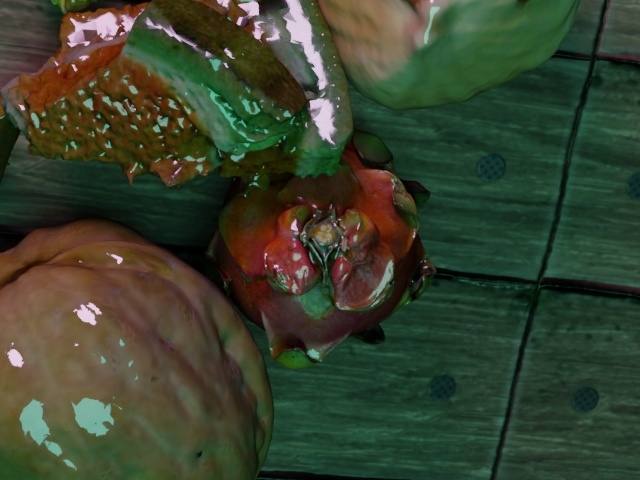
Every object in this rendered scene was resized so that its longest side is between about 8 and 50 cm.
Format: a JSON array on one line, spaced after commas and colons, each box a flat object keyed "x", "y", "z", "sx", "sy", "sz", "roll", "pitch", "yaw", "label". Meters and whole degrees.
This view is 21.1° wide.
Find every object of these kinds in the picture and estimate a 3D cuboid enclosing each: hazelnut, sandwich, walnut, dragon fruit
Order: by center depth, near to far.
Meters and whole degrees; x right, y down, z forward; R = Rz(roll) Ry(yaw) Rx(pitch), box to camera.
[{"x": -0.138, "y": -0.154, "z": 1.526, "sx": 0.301, "sy": 0.162, "sz": 0.250, "roll": -17, "pitch": 72, "yaw": 2, "label": "sandwich"}, {"x": 0.109, "y": -0.237, "z": 1.556, "sx": 0.261, "sy": 0.241, "sz": 0.261, "roll": -2, "pitch": 127, "yaw": -2, "label": "hazelnut"}, {"x": -0.197, "y": 0.157, "z": 1.607, "sx": 0.306, "sy": 0.306, "sz": 0.344, "roll": -35, "pitch": 114, "yaw": 2, "label": "walnut"}, {"x": 0.000, "y": 0.000, "z": 1.639, "sx": 0.224, "sy": 0.227, "sz": 0.224, "roll": -8, "pitch": 115, "yaw": -18, "label": "dragon fruit"}]

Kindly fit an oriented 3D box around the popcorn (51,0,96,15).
[{"x": -0.231, "y": -0.248, "z": 1.574, "sx": 0.059, "sy": 0.068, "sz": 0.083, "roll": -21, "pitch": 102, "yaw": -52, "label": "popcorn"}]

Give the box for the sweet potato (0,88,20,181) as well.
[{"x": -0.351, "y": -0.045, "z": 1.623, "sx": 0.077, "sy": 0.077, "sz": 0.244, "roll": 26, "pitch": 113, "yaw": -20, "label": "sweet potato"}]
